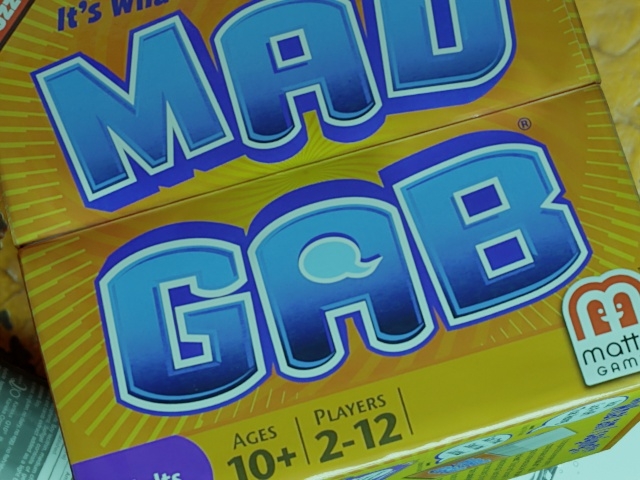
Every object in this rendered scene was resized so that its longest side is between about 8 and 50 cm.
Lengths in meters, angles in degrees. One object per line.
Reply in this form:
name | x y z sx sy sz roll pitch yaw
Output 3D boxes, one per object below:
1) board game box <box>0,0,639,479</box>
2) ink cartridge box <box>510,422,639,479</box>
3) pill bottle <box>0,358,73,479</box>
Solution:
board game box | 0.000 0.000 1.123 0.356 0.356 0.356 -16 75 -2
ink cartridge box | 0.184 0.172 1.389 0.273 0.114 0.197 26 101 -12
pill bottle | -0.242 0.191 1.320 0.278 0.162 0.162 28 101 -15
